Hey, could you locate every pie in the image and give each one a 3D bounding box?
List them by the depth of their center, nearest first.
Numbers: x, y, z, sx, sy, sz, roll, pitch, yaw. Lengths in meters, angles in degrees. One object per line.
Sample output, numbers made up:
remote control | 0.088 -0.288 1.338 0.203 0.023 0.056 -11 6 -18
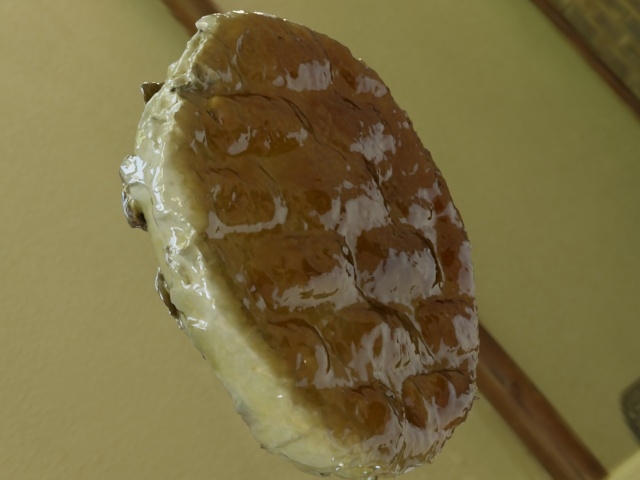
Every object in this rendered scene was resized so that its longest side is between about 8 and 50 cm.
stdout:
pie | 0.000 0.000 0.937 0.339 0.083 0.339 32 -136 -38
